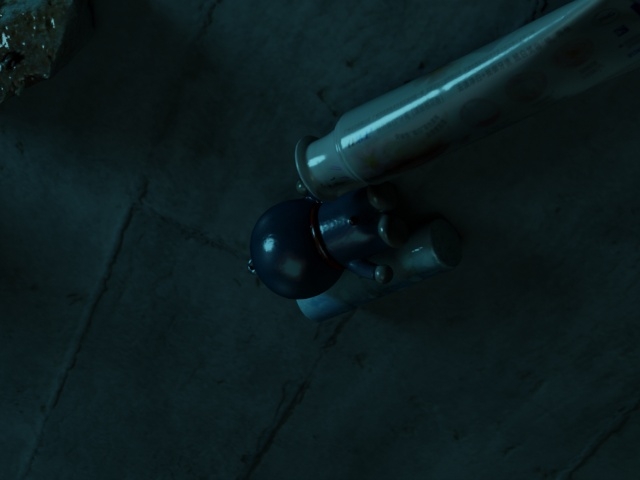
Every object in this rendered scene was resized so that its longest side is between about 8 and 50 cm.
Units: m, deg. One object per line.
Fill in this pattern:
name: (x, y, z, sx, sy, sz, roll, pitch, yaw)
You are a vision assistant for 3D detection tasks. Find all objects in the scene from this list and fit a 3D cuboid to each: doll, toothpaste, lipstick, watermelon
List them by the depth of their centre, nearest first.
toothpaste: (0.120, -0.111, 1.120, 0.323, 0.066, 0.100, -23, 143, 34)
watermelon: (-0.295, -0.150, 1.212, 0.241, 0.154, 0.094, -15, 126, 16)
doll: (0.000, 0.000, 1.261, 0.152, 0.085, 0.114, -24, 78, 25)
lipstick: (0.050, 0.028, 1.292, 0.158, 0.048, 0.048, -24, 120, 36)
